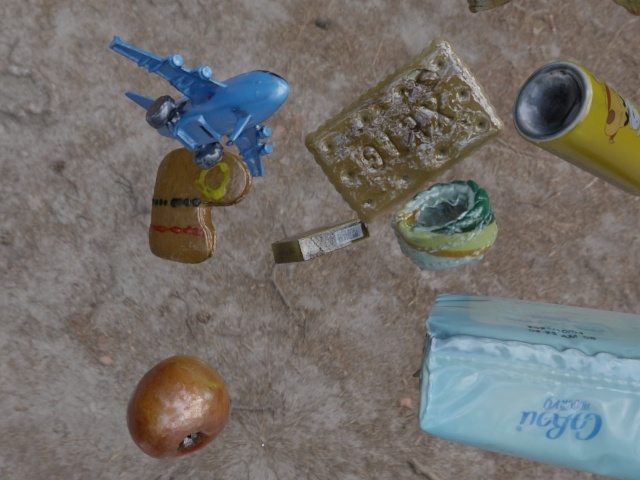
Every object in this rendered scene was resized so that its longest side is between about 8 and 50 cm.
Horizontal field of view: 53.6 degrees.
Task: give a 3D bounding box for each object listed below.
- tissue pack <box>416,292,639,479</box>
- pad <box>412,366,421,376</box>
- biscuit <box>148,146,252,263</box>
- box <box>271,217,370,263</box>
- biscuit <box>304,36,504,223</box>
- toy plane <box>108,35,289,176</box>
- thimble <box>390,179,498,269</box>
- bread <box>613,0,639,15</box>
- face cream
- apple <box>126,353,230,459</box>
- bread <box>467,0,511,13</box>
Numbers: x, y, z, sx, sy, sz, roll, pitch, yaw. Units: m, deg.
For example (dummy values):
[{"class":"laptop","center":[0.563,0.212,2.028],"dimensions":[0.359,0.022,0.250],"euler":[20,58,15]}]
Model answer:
[{"class":"tissue pack","center":[0.202,0.097,0.429],"dimensions":[0.263,0.177,0.089],"euler":[5,93,12]},{"class":"pad","center":[0.227,0.178,1.010],"dimensions":[0.112,0.157,0.003],"euler":[4,49,-29]},{"class":"biscuit","center":[-0.282,-0.075,1.434],"dimensions":[0.262,0.052,0.277],"euler":[14,95,31]},{"class":"box","center":[0.000,0.000,1.796],"dimensions":[0.240,0.159,0.071],"euler":[-20,99,-33]},{"class":"biscuit","center":[0.151,-0.193,1.163],"dimensions":[0.325,0.044,0.217],"euler":[-33,100,16]},{"class":"toy plane","center":[-0.132,-0.153,0.760],"dimensions":[0.254,0.271,0.105],"euler":[42,72,-34]},{"class":"thimble","center":[0.354,-0.042,1.817],"dimensions":[0.288,0.167,0.254],"euler":[-17,34,13]},{"class":"bread","center":[0.640,-0.528,1.223],"dimensions":[0.244,0.244,0.134],"euler":[29,84,4]},{"class":"face cream","center":[0.400,-0.129,0.850],"dimensions":[0.349,0.105,0.105],"euler":[15,67,-38]},{"class":"apple","center":[-0.355,0.405,1.567],"dimensions":[0.253,0.253,0.253],"euler":[2,72,-5]},{"class":"bread","center":[0.389,-0.597,1.439],"dimensions":[0.134,0.225,0.081],"euler":[-18,80,17]}]
